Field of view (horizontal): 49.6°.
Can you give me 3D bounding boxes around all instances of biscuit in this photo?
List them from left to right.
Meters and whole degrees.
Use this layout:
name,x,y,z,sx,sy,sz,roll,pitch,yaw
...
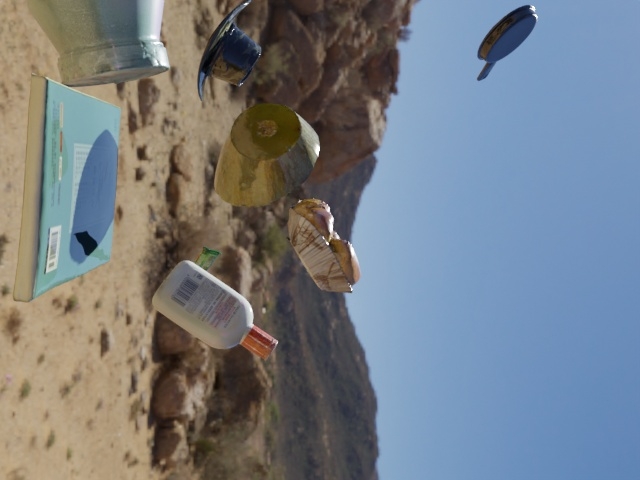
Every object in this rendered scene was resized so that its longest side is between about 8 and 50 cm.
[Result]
name,x,y,z,sx,sy,sz,roll,pitch,yaw
biscuit,-0.259,0.045,1.548,0.089,0.046,0.016,-49,-141,35

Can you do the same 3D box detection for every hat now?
name,x,y,z,sx,sy,sz,roll,pitch,yaw
hat,-0.090,-0.192,0.713,0.121,0.050,0.121,-57,-166,22

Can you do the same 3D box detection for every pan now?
name,x,y,z,sx,sy,sz,roll,pitch,yaw
pan,0.359,-0.378,1.381,0.028,0.136,0.235,56,-13,14

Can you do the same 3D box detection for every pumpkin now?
name,x,y,z,sx,sy,sz,roll,pitch,yaw
pumpkin,-0.110,-0.172,1.273,0.217,0.217,0.110,-97,170,-45

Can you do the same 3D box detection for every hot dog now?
name,x,y,z,sx,sy,sz,roll,pitch,yaw
hot dog,0.000,0.000,0.975,0.131,0.069,0.253,59,1,-11

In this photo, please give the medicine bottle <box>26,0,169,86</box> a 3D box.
name,x,y,z,sx,sy,sz,roll,pitch,yaw
medicine bottle,-0.396,-0.430,1.224,0.245,0.245,0.290,-120,-161,-78

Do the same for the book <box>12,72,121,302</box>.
name,x,y,z,sx,sy,sz,roll,pitch,yaw
book,-0.338,-0.074,0.968,0.379,0.031,0.264,-130,-133,-84

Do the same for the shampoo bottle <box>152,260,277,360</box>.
name,x,y,z,sx,sy,sz,roll,pitch,yaw
shampoo bottle,-0.175,0.130,1.195,0.108,0.221,0.051,-57,-177,-33
